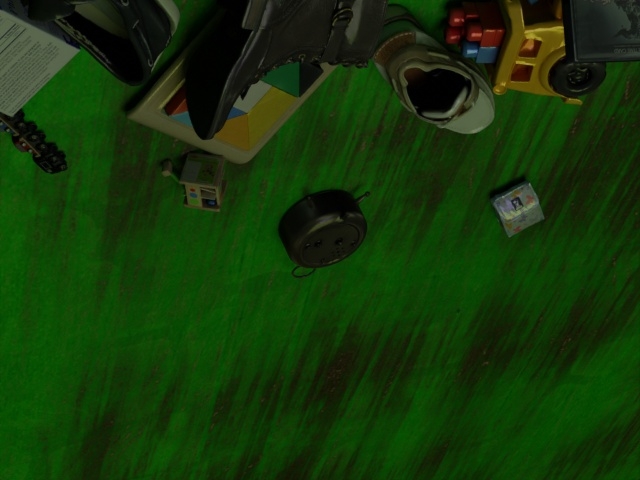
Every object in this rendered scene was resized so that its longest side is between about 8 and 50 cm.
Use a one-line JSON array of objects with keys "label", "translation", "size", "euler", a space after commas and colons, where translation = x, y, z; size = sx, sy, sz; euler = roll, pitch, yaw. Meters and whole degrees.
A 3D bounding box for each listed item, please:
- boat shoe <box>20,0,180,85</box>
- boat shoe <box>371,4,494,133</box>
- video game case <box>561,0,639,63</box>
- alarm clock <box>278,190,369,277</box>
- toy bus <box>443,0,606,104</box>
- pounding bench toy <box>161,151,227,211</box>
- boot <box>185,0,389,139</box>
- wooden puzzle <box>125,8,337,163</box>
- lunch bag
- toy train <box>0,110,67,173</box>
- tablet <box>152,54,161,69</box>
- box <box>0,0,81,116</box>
[{"label": "boat shoe", "translation": [-0.274, -0.276, 1.560], "size": [0.127, 0.113, 0.340], "euler": [4, 159, 25]}, {"label": "boat shoe", "translation": [0.159, -0.206, 1.979], "size": [0.113, 0.103, 0.302], "euler": [-38, 144, 19]}, {"label": "video game case", "translation": [0.379, -0.361, 1.804], "size": [0.196, 0.274, 0.026], "euler": [-6, 180, -28]}, {"label": "alarm clock", "translation": [0.000, 0.000, 2.196], "size": [0.129, 0.064, 0.192], "euler": [-5, 144, -28]}, {"label": "toy bus", "translation": [0.278, -0.301, 1.916], "size": [0.211, 0.149, 0.220], "euler": [2, 138, -11]}, {"label": "pounding bench toy", "translation": [-0.174, -0.080, 1.977], "size": [0.083, 0.052, 0.065], "euler": [9, 145, 7]}, {"label": "boot", "translation": [-0.031, -0.231, 1.779], "size": [0.229, 0.091, 0.263], "euler": [0, 129, -36]}, {"label": "wooden puzzle", "translation": [-0.101, -0.197, 1.874], "size": [0.238, 0.044, 0.221], "euler": [-42, 143, 23]}, {"label": "lunch bag", "translation": [0.317, -0.054, 2.335], "size": [0.071, 0.053, 0.083], "euler": [-27, 137, 0]}, {"label": "toy train", "translation": [-0.368, -0.127, 1.814], "size": [0.036, 0.027, 0.158], "euler": [-20, 148, 11]}, {"label": "tablet", "translation": [-0.218, -0.235, 1.781], "size": [0.054, 0.006, 0.083], "euler": [5, 135, -37]}, {"label": "box", "translation": [-0.369, -0.224, 1.639], "size": [0.126, 0.072, 0.137], "euler": [-40, 145, 20]}]
